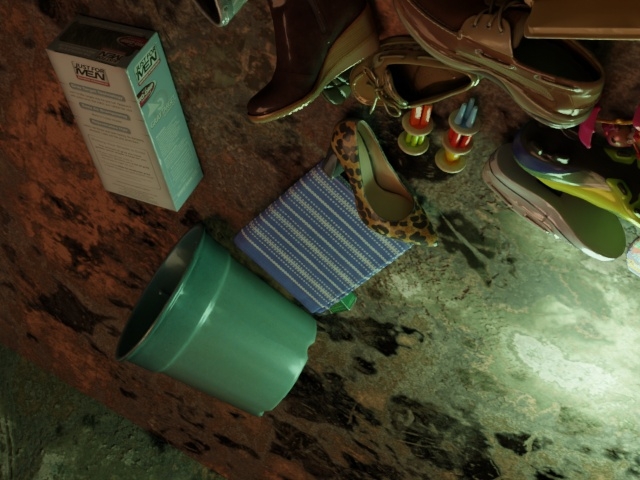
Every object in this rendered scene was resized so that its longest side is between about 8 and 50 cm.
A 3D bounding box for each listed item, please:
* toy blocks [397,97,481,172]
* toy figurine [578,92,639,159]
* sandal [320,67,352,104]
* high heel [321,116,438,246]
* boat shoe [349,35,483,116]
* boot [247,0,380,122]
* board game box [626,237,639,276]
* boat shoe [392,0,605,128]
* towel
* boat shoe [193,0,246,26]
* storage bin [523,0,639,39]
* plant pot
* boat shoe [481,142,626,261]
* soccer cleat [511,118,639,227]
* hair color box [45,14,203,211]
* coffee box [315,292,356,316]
[{"bbox_3d":[0.192,-0.186,1.778,0.123,0.054,0.148,26,147,9],"label":"toy blocks"},{"bbox_3d":[0.446,-0.158,1.579,0.173,0.130,0.159,28,172,-40],"label":"toy figurine"},{"bbox_3d":[-0.011,-0.312,1.781,0.060,0.090,0.219,32,163,45],"label":"sandal"},{"bbox_3d":[0.116,-0.098,1.918,0.261,0.093,0.186,39,154,7],"label":"high heel"},{"bbox_3d":[0.140,-0.253,1.700,0.285,0.089,0.104,-12,127,49],"label":"boat shoe"},{"bbox_3d":[-0.049,-0.317,1.674,0.207,0.248,0.090,55,178,-26],"label":"boot"},{"bbox_3d":[0.571,0.059,1.798,0.169,0.033,0.133,35,147,-3],"label":"board game box"},{"bbox_3d":[0.252,-0.284,1.525,0.324,0.123,0.116,30,156,0],"label":"boat shoe"},{"bbox_3d":[0.000,0.000,2.171,0.243,0.040,0.336,42,136,-11],"label":"towel"},{"bbox_3d":[-0.228,-0.475,1.709,0.118,0.103,0.320,-12,127,48],"label":"boat shoe"},{"bbox_3d":[0.337,-0.382,1.331,0.260,0.123,0.262,7,140,34],"label":"storage bin"},{"bbox_3d":[-0.212,0.194,2.401,0.334,0.341,0.341,33,148,-14],"label":"plant pot"},{"bbox_3d":[0.371,-0.055,1.780,0.258,0.095,0.084,42,154,2],"label":"boat shoe"},{"bbox_3d":[0.423,-0.093,1.690,0.289,0.093,0.121,30,167,2],"label":"soccer cleat"},{"bbox_3d":[-0.367,-0.238,2.134,0.185,0.113,0.374,16,145,24],"label":"hair color box"},{"bbox_3d":[-0.023,0.080,2.326,0.113,0.040,0.184,-15,124,49],"label":"coffee box"}]
